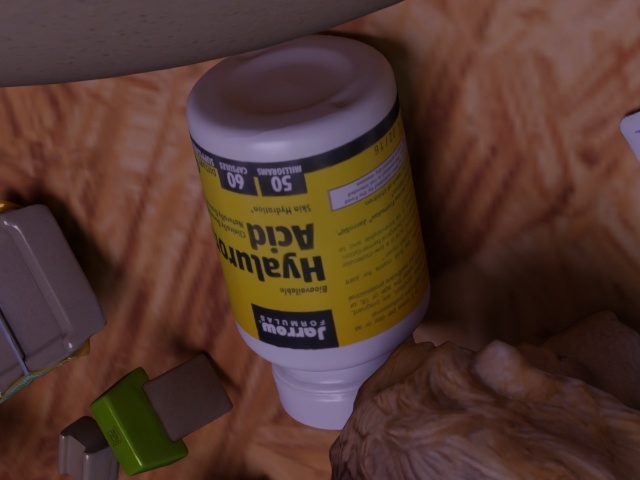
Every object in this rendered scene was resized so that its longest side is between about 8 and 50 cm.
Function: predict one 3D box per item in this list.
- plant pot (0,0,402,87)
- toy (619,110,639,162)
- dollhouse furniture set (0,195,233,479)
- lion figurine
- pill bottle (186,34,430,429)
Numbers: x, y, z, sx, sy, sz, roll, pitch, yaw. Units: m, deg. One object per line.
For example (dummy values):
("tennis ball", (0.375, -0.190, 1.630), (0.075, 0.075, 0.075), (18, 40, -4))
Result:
("plant pot", (-0.015, -0.153, 0.387), (0.191, 0.284, 0.284), (12, 139, -25))
("toy", (0.191, 0.053, 0.542), (0.137, 0.056, 0.237), (-21, 112, 37))
("dollhouse furniture set", (-0.079, 0.052, 0.716), (0.076, 0.058, 0.152), (-32, 85, 49))
("lion figurine", (0.037, 0.197, 0.671), (0.240, 0.142, 0.392), (31, 128, -13))
("pill bottle", (0.000, 0.000, 0.603), (0.065, 0.065, 0.116), (6, 127, 26))
